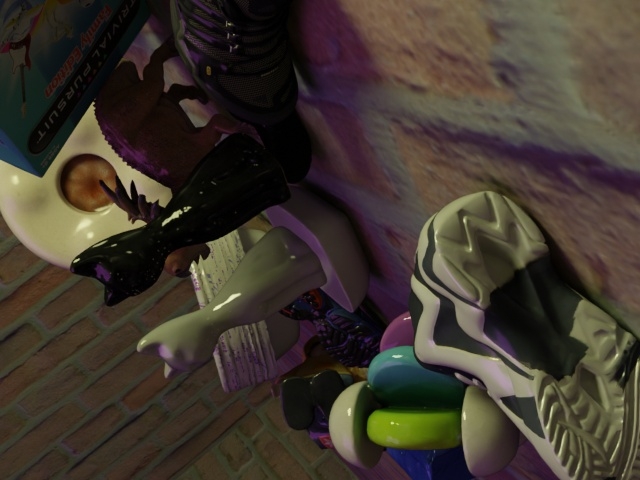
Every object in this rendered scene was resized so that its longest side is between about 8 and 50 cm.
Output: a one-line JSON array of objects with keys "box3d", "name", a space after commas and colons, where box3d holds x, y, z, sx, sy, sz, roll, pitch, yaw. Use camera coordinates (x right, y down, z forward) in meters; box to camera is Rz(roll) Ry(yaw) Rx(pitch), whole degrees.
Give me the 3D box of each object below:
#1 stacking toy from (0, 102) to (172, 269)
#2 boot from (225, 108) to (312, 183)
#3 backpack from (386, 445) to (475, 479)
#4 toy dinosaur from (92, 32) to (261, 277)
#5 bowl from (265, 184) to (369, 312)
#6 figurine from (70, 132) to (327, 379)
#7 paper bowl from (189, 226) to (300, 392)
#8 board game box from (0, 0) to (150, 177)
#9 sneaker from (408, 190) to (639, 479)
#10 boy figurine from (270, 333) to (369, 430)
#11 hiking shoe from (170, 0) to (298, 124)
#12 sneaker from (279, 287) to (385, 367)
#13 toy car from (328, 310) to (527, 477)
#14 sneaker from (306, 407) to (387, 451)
[{"box3d": [-0.453, -0.148, 1.512, 0.350, 0.351, 0.480, 55, -177, -13], "name": "stacking toy"}, {"box3d": [-0.061, -0.122, 0.709, 0.099, 0.045, 0.121, 30, 147, 51], "name": "boot"}, {"box3d": [0.145, 0.252, 0.909, 0.120, 0.098, 0.101, 27, 123, 60], "name": "backpack"}, {"box3d": [-0.206, -0.119, 0.851, 0.295, 0.200, 0.127, 50, 166, 9], "name": "toy dinosaur"}, {"box3d": [0.000, 0.000, 0.808, 0.142, 0.053, 0.142, 36, 160, 47], "name": "bowl"}, {"box3d": [-0.117, 0.031, 0.717, 0.092, 0.209, 0.215, 38, 159, 44], "name": "figurine"}, {"box3d": [-0.128, 0.094, 1.150, 0.284, 0.148, 0.284, 164, 90, -81], "name": "paper bowl"}, {"box3d": [-0.292, -0.247, 0.683, 0.079, 0.253, 0.336, 24, 162, 7], "name": "board game box"}, {"box3d": [0.139, 0.086, 0.502, 0.235, 0.094, 0.153, 51, 167, 4], "name": "sneaker"}, {"box3d": [0.012, 0.218, 1.139, 0.285, 0.177, 0.092, -47, -57, -81], "name": "boy figurine"}, {"box3d": [-0.062, -0.168, 0.510, 0.114, 0.086, 0.227, 42, 163, 45], "name": "hiking shoe"}, {"box3d": [0.021, 0.087, 0.936, 0.221, 0.087, 0.083, 43, 128, -16], "name": "sneaker"}, {"box3d": [0.101, 0.128, 0.629, 0.182, 0.159, 0.136, 0, -94, -62], "name": "toy car"}, {"box3d": [0.066, 0.326, 1.224, 0.131, 0.148, 0.350, 57, 165, -22], "name": "sneaker"}]
